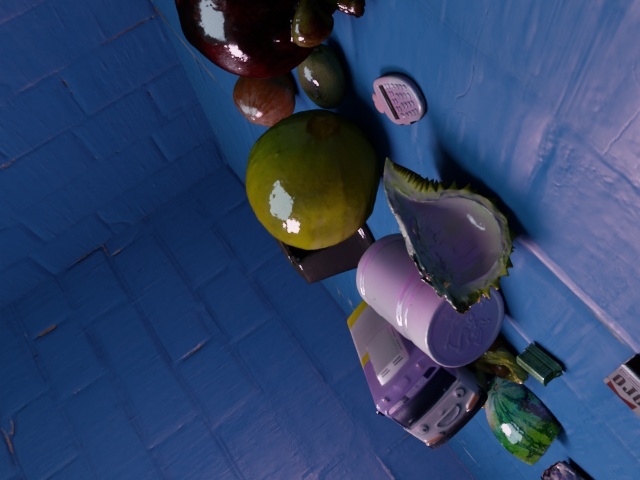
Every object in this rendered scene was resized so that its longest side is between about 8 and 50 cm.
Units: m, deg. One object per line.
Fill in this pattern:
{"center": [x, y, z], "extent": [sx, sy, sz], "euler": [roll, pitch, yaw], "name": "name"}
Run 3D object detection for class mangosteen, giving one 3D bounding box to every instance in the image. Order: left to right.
{"center": [-0.105, -0.421, 0.990], "extent": [0.293, 0.297, 0.297], "euler": [52, 170, 31], "name": "mangosteen"}

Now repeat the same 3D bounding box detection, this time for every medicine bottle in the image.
{"center": [0.244, 0.127, 1.352], "extent": [0.212, 0.212, 0.325], "euler": [61, 168, -29], "name": "medicine bottle"}

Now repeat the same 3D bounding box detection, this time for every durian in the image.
{"center": [0.242, -0.022, 1.082], "extent": [0.305, 0.186, 0.196], "euler": [56, -170, 19], "name": "durian"}
{"center": [0.439, 0.409, 1.662], "extent": [0.208, 0.103, 0.146], "euler": [15, -120, -62], "name": "durian"}

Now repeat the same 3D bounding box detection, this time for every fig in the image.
{"center": [-0.017, -0.153, 1.354], "extent": [0.343, 0.343, 0.343], "euler": [53, 170, 13], "name": "fig"}

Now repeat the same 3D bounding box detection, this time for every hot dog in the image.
{"center": [0.395, 0.265, 1.434], "extent": [0.261, 0.093, 0.123], "euler": [46, 166, 41], "name": "hot dog"}

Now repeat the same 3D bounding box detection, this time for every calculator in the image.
{"center": [0.144, -0.264, 1.080], "extent": [0.103, 0.024, 0.166], "euler": [58, 168, -20], "name": "calculator"}

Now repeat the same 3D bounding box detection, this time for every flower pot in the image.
{"center": [0.000, 0.000, 1.999], "extent": [0.379, 0.251, 0.379], "euler": [51, 170, 12], "name": "flower pot"}

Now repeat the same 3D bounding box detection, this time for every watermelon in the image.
{"center": [0.512, 0.440, 1.479], "extent": [0.231, 0.128, 0.146], "euler": [53, 152, 25], "name": "watermelon"}

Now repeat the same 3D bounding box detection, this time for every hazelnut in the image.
{"center": [-0.150, -0.406, 1.606], "extent": [0.182, 0.182, 0.182], "euler": [53, 170, 13], "name": "hazelnut"}

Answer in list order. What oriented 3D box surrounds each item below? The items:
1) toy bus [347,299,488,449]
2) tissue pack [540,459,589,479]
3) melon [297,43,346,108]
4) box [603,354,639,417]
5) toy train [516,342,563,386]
{"center": [0.235, 0.304, 1.537], "extent": [0.249, 0.209, 0.440], "euler": [36, -166, -20], "name": "toy bus"}
{"center": [0.698, 0.746, 1.507], "extent": [0.245, 0.123, 0.332], "euler": [40, 162, 49], "name": "tissue pack"}
{"center": [0.005, -0.348, 1.243], "extent": [0.099, 0.099, 0.162], "euler": [48, 171, 35], "name": "melon"}
{"center": [0.544, 0.272, 0.919], "extent": [0.177, 0.036, 0.115], "euler": [50, 170, 26], "name": "box"}
{"center": [0.460, 0.261, 1.215], "extent": [0.093, 0.056, 0.038], "euler": [45, 168, 49], "name": "toy train"}
